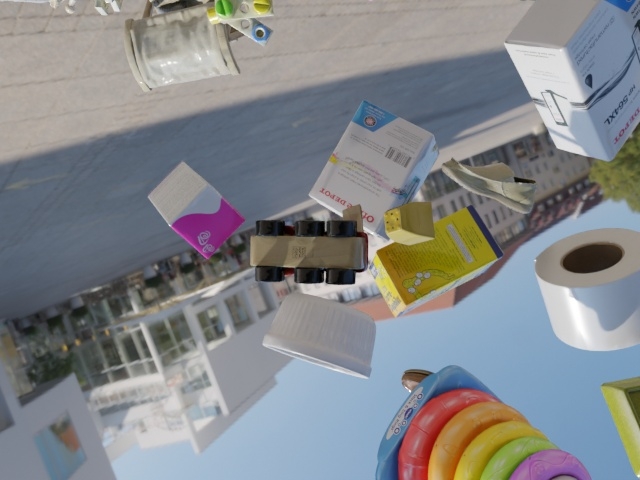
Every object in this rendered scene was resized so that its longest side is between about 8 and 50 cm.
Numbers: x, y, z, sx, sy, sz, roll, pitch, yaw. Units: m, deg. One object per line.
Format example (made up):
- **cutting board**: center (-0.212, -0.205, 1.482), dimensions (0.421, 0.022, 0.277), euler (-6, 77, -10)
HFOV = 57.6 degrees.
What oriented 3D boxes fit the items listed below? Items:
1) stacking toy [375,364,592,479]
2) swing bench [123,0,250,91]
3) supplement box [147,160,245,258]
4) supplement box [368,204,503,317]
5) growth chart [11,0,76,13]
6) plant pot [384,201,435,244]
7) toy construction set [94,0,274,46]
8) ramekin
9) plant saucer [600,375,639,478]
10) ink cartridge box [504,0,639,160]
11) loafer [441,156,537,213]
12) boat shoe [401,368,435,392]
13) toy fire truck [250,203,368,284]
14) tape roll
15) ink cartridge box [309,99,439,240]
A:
- **stacking toy**: center (0.200, 0.250, 0.567), dimensions (0.175, 0.166, 0.302), euler (-52, -163, -13)
- **swing bench**: center (-0.303, -0.499, 1.378), dimensions (0.253, 0.165, 0.255), euler (-5, -137, 17)
- **supplement box**: center (-0.258, -0.068, 1.192), dimensions (0.114, 0.111, 0.220), euler (-47, -149, -6)
- **supplement box**: center (0.361, 0.069, 1.862), dimensions (0.356, 0.195, 0.194), euler (-25, 164, -10)
- **growth chart**: center (-0.432, -0.412, 0.839), dimensions (0.172, 0.021, 0.237), euler (-52, 164, 32)
- **plant pot**: center (0.181, -0.038, 1.230), dimensions (0.083, 0.082, 0.081), euler (3, 167, -37)
- **toy construction set**: center (-0.239, -0.475, 1.038), dimensions (0.327, 0.215, 0.151), euler (2, -162, -15)
- **ramekin**: center (0.006, 0.174, 1.085), dimensions (0.207, 0.109, 0.207), euler (16, 166, 4)
- **plant saucer**: center (0.669, 0.340, 1.115), dimensions (0.188, 0.188, 0.045), euler (-14, 146, 9)
- **ink cartridge box**: center (0.330, -0.218, 0.703), dimensions (0.148, 0.203, 0.086), euler (-53, -140, -4)
- **loafer**: center (0.426, -0.155, 1.454), dimensions (0.268, 0.092, 0.102), euler (20, -163, -18)
- **boat shoe**: center (0.402, 0.533, 1.980), dimensions (0.307, 0.111, 0.104), euler (14, -133, 32)
- **toy fire truck**: center (0.000, 0.000, 1.169), dimensions (0.217, 0.159, 0.246), euler (0, 180, 18)
- **tape roll**: center (0.619, 0.104, 1.291), dimensions (0.246, 0.169, 0.246), euler (-22, -160, 8)
- **ink cartridge box**: center (0.140, -0.166, 1.462), dimensions (0.270, 0.198, 0.197), euler (-60, 163, 3)
